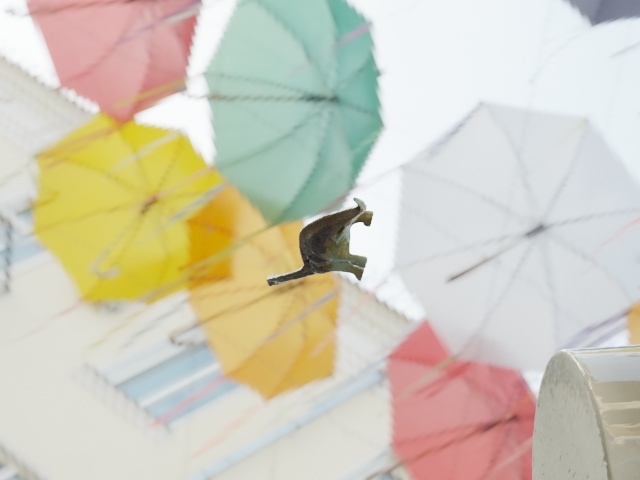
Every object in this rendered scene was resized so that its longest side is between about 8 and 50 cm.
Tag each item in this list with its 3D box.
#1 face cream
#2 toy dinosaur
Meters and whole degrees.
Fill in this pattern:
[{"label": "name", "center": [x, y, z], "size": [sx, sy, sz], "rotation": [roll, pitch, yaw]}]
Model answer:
[{"label": "face cream", "center": [0.243, 0.171, 1.100], "size": [0.218, 0.179, 0.218], "rotation": [178, -90, -84]}, {"label": "toy dinosaur", "center": [0.014, 0.003, 1.207], "size": [0.180, 0.058, 0.037], "rotation": [124, -34, -55]}]
